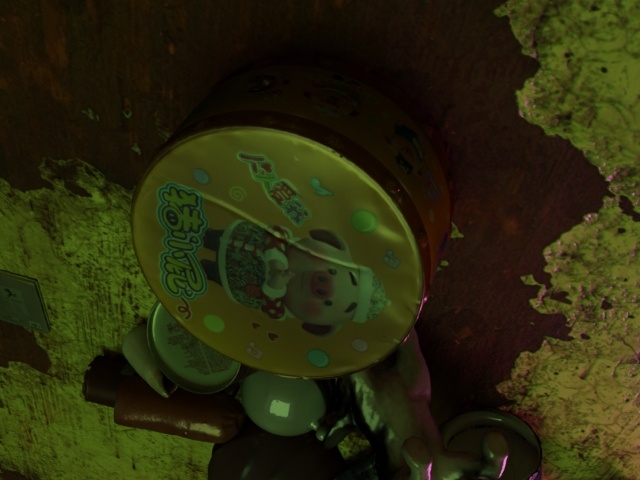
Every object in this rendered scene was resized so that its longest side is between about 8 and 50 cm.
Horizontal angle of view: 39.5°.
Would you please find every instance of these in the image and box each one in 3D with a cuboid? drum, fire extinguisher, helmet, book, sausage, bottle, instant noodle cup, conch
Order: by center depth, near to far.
[{"bbox_3d":[-0.034,-0.029,1.227,0.431,0.214,0.431,10,128,13],"label":"drum"},{"bbox_3d":[-0.167,0.140,1.486,0.235,0.178,0.234,8,109,23],"label":"instant noodle cup"},{"bbox_3d":[0.311,0.489,1.686,0.284,0.284,0.312,8,130,16],"label":"instant noodle cup"},{"bbox_3d":[-0.329,0.229,1.767,0.176,0.104,0.094,43,138,49],"label":"conch"},{"bbox_3d":[-0.278,0.337,1.780,0.259,0.113,0.113,7,138,13],"label":"sausage"},{"bbox_3d":[-0.115,0.449,1.837,0.338,0.271,0.197,-18,99,50],"label":"helmet"},{"bbox_3d":[-0.643,0.127,1.882,0.127,0.014,0.181,15,140,8],"label":"book"},{"bbox_3d":[-0.332,0.312,1.893,0.337,0.106,0.147,11,114,12],"label":"fire extinguisher"},{"bbox_3d":[0.113,0.502,1.898,0.093,0.093,0.330,34,139,-14],"label":"bottle"}]

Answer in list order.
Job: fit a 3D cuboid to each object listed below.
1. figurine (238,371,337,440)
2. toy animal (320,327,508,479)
[{"bbox_3d":[-0.127,0.246,1.672,0.370,0.167,0.281,25,138,9],"label":"figurine"},{"bbox_3d":[0.121,0.326,1.532,0.194,0.344,0.302,-16,146,-25],"label":"toy animal"}]
